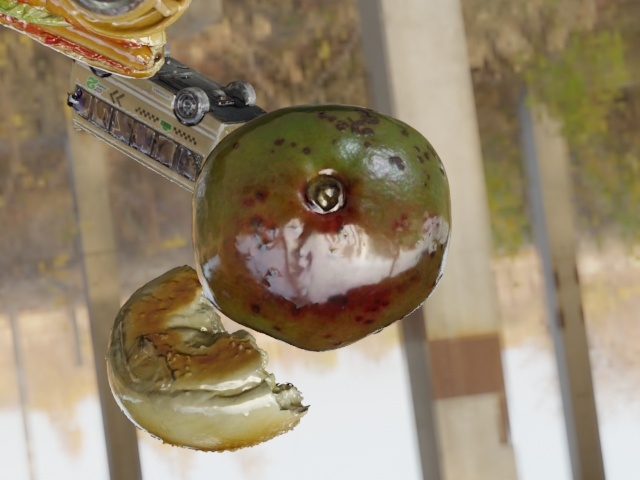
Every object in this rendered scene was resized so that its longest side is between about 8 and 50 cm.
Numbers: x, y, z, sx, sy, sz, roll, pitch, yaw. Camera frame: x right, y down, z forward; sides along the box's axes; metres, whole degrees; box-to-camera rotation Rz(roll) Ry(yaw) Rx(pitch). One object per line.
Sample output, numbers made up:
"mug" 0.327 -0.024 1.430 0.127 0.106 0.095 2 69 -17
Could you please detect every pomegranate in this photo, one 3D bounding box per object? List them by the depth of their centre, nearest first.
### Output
"pomegranate" 0.009 -0.022 1.810 0.290 0.291 0.323 -8 -178 12

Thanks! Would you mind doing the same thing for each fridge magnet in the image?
"fridge magnet" -0.165 -0.234 1.347 0.143 0.143 0.063 -8 -165 20

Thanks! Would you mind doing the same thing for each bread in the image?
"bread" -0.172 0.183 2.154 0.192 0.171 0.314 -30 -136 -22

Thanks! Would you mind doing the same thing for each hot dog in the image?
"hot dog" -0.251 -0.212 1.515 0.235 0.062 0.092 22 152 9

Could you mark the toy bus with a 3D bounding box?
"toy bus" -0.221 -0.180 2.326 0.289 0.157 0.139 30 -157 24
